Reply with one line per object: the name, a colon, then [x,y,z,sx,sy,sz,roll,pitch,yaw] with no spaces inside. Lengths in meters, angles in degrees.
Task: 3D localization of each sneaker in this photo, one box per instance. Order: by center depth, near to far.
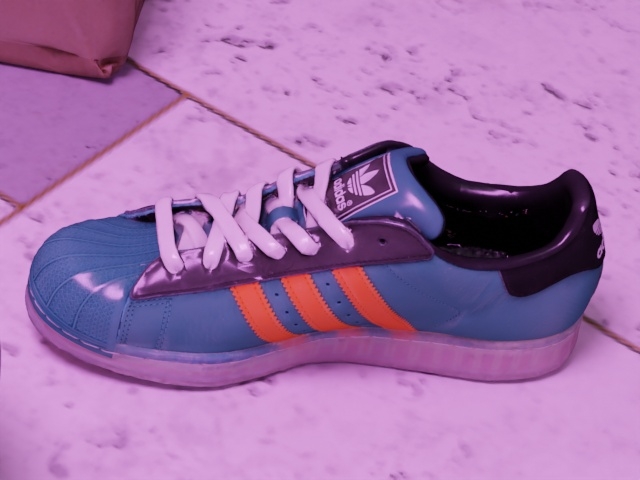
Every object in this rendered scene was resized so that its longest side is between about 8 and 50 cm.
sneaker: [0.000,0.000,0.952,0.302,0.121,0.108,0,42,-11]

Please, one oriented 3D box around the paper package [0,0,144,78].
paper package: [-0.243,-0.280,1.182,0.310,0.168,0.325,10,42,-1]
